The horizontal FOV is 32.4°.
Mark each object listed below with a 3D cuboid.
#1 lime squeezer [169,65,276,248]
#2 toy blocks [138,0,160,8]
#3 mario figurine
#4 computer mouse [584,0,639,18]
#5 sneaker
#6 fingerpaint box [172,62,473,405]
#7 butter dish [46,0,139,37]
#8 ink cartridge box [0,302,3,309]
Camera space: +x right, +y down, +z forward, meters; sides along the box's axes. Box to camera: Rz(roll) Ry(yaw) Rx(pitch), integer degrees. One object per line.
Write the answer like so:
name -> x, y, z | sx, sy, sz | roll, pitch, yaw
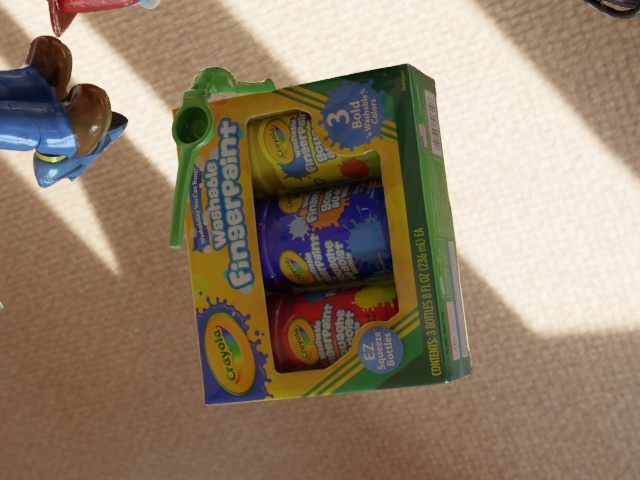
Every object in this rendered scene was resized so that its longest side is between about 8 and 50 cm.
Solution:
lime squeezer -> -0.134, -0.133, 1.288 | 0.059, 0.310, 0.110 | 11, 136, 14
toy blocks -> -0.242, -0.359, 1.477 | 0.123, 0.148, 0.054 | 31, 131, 21
mario figurine -> -0.338, -0.133, 0.935 | 0.198, 0.320, 0.170 | 5, 103, 47
computer mouse -> 0.060, -0.137, 0.404 | 0.106, 0.193, 0.042 | 19, 89, 29
sneaker -> -0.406, -0.155, 1.856 | 0.069, 0.209, 0.082 | 27, 130, 19
fingerpaint box -> 0.000, 0.000, 1.603 | 0.371, 0.163, 0.444 | -8, 86, 20
butter dish -> -0.164, -0.262, 0.917 | 0.118, 0.160, 0.160 | 6, 124, 1
ink cartridge box -> -0.315, 0.040, 0.839 | 0.090, 0.143, 0.092 | -36, 90, -9
